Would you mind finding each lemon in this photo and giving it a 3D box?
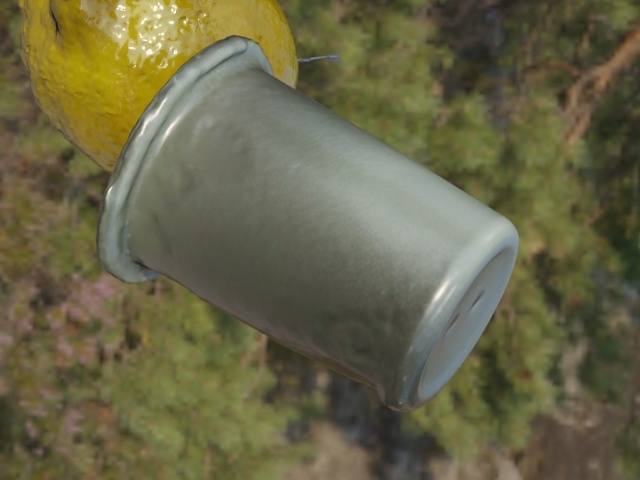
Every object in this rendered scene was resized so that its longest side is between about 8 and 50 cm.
[{"bbox_3d":[-0.154,-0.175,1.402,0.320,0.245,0.245,33,60,-59],"label":"lemon"}]

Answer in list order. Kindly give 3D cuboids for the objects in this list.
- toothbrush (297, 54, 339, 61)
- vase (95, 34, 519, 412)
[{"bbox_3d":[-0.023,-0.235,1.929,0.006,0.097,0.008,-110,-164,-64],"label":"toothbrush"},{"bbox_3d":[0.000,0.000,1.221,0.245,0.291,0.245,-52,162,-24],"label":"vase"}]
